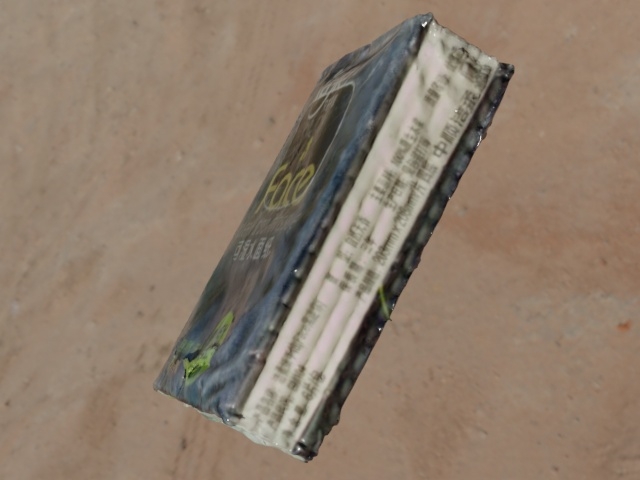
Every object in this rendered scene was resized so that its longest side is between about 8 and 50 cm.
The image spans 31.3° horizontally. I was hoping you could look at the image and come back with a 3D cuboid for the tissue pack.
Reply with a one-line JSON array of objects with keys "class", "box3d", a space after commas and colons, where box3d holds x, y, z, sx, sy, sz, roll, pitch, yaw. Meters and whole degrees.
[{"class": "tissue pack", "box3d": [0.000, 0.000, 0.641, 0.236, 0.073, 0.173, -62, 16, -9]}]
